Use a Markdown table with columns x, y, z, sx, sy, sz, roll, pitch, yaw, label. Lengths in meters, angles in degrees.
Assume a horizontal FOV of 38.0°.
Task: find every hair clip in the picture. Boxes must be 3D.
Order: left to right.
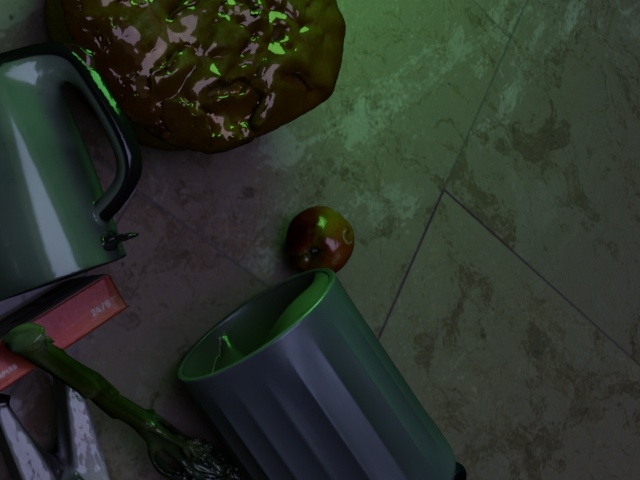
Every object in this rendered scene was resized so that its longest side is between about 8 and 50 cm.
| x | y | z | sx | sy | sz | roll | pitch | yaw | label |
| --- | --- | --- | --- | --- | --- | --- | --- | --- | --- |
| -0.279 | 0.311 | 1.054 | 0.101 | 0.085 | 0.331 | -21 | 95 | -34 | hair clip |

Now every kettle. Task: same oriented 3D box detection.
| x | y | z | sx | sy | sz | roll | pitch | yaw | label |
| --- | --- | --- | --- | --- | --- | --- | --- | --- | --- |
| -0.309 | -0.080 | 1.030 | 0.165 | 0.240 | 0.255 | -18 | 90 | -74 | kettle |

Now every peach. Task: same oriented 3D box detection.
| x | y | z | sx | sy | sz | roll | pitch | yaw | label |
| --- | --- | --- | --- | --- | --- | --- | --- | --- | --- |
| 0.001 | 0.001 | 1.306 | 0.101 | 0.101 | 0.101 | 7 | 78 | -34 | peach |

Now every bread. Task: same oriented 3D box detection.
| x | y | z | sx | sy | sz | roll | pitch | yaw | label |
| --- | --- | --- | --- | --- | --- | --- | --- | --- | --- |
| -0.160 | -0.292 | 1.169 | 0.398 | 0.215 | 0.398 | 6 | 79 | -34 | bread |

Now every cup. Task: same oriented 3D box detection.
| x | y | z | sx | sy | sz | roll | pitch | yaw | label |
| --- | --- | --- | --- | --- | --- | --- | --- | --- | --- |
| 0.014 | 0.215 | 1.214 | 0.327 | 0.237 | 0.323 | 56 | 26 | -13 | cup |

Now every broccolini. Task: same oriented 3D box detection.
| x | y | z | sx | sy | sz | roll | pitch | yaw | label |
| --- | --- | --- | --- | --- | --- | --- | --- | --- | --- |
| -0.201 | 0.204 | 1.052 | 0.392 | 0.074 | 0.079 | 52 | 22 | -48 | broccolini |

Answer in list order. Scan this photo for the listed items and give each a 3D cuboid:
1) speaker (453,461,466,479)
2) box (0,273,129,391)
| x | y | z | sx | sy | sz | roll | pitch | yaw | label |
| --- | --- | --- | --- | --- | --- | --- | --- | --- | --- |
| 0.181 | 0.357 | 1.382 | 0.060 | 0.075 | 0.094 | -59 | 140 | -18 | speaker |
| -0.336 | 0.114 | 1.026 | 0.229 | 0.123 | 0.050 | -35 | 105 | -34 | box |
